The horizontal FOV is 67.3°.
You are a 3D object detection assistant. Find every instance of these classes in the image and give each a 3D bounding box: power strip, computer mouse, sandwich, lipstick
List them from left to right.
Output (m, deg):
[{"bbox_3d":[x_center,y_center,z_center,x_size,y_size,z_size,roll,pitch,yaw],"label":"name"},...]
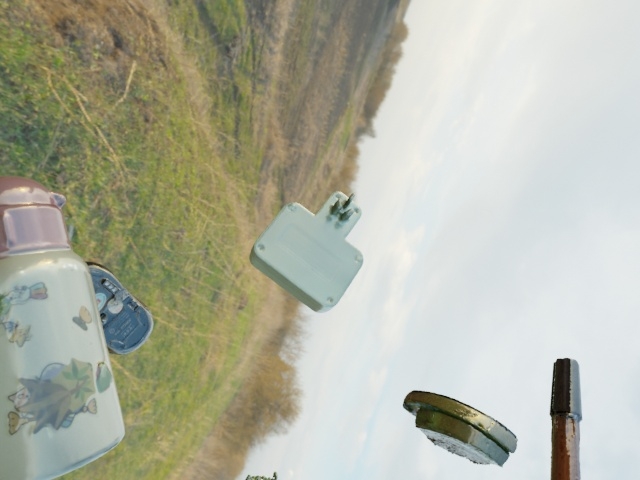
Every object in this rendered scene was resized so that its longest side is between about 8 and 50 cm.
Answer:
[{"bbox_3d":[-0.481,0.149,1.060,0.137,0.233,0.096,-44,-161,-16],"label":"computer mouse"},{"bbox_3d":[0.000,0.000,1.108,0.261,0.229,0.141,-53,-179,-26],"label":"power strip"},{"bbox_3d":[0.284,0.414,1.043,0.079,0.235,0.159,-49,163,-39],"label":"sandwich"},{"bbox_3d":[0.611,0.493,1.199,0.077,0.077,0.418,111,0,-56],"label":"lipstick"}]

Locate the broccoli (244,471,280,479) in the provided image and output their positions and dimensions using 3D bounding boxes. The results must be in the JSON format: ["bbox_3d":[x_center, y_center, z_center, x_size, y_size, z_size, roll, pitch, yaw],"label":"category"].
[{"bbox_3d":[-0.085,0.594,0.870,0.245,0.288,0.248,-10,114,-39],"label":"broccoli"}]

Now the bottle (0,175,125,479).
[{"bbox_3d":[-0.259,0.070,0.420,0.120,0.120,0.253,120,-45,-87],"label":"bottle"}]
